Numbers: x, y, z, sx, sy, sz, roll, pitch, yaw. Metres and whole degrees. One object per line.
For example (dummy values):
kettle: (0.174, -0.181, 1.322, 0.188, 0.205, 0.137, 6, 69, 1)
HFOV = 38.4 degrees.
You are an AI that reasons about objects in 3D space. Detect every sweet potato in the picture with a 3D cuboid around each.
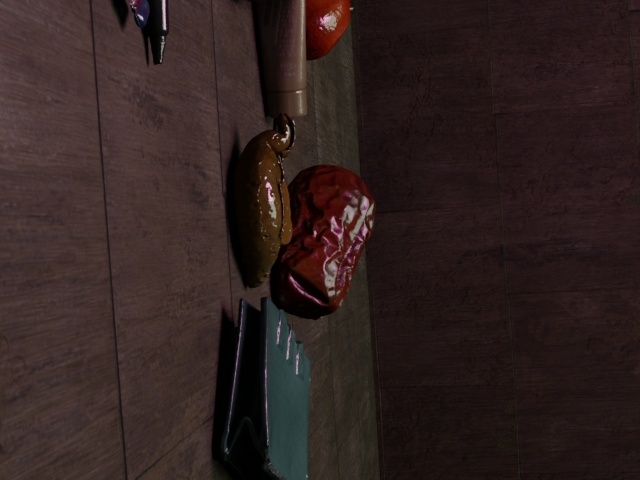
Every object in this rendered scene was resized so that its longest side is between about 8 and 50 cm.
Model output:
sweet potato: (-0.103, -0.072, 1.565, 0.124, 0.098, 0.310, 14, 82, -72)

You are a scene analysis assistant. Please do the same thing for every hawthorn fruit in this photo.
hawthorn fruit: (-0.026, -0.465, 1.929, 0.179, 0.173, 0.173, -61, 149, -48)

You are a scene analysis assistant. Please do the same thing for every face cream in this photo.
face cream: (-0.077, -0.415, 1.821, 0.084, 0.137, 0.341, -28, 122, -47)

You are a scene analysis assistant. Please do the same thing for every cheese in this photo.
cheese: (-0.227, -0.315, 1.060, 0.145, 0.038, 0.095, 75, 15, -47)

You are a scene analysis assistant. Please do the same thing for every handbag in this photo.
handbag: (-0.093, 0.264, 1.500, 0.268, 0.100, 0.274, 63, 24, -59)

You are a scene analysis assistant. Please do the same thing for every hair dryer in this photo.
hair dryer: (-0.214, -0.328, 1.152, 0.173, 0.050, 0.194, 32, 58, -75)

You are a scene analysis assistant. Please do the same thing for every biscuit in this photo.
biscuit: (-0.102, -0.073, 1.709, 0.170, 0.050, 0.170, -11, 90, -76)

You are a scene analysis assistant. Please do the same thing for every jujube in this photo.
jujube: (0.000, 0.000, 1.906, 0.216, 0.216, 0.342, 74, 27, -53)

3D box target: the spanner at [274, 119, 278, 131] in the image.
spanner: (-0.089, -0.265, 1.957, 0.054, 0.015, 0.254, 69, 19, -55)
